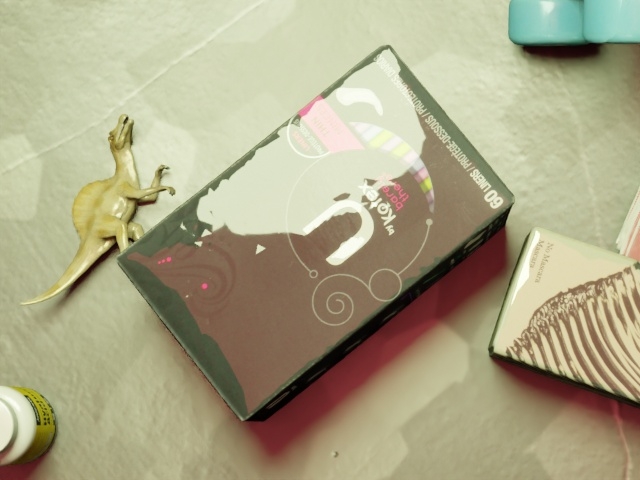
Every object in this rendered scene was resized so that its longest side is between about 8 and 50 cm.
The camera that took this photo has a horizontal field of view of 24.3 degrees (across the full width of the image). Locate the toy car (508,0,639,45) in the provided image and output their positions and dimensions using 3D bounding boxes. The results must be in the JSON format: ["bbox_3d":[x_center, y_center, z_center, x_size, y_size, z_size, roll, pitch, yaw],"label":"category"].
[{"bbox_3d":[0.290,-0.266,1.206,0.238,0.210,0.219,-2,97,-25],"label":"toy car"}]

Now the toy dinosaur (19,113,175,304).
[{"bbox_3d":[-0.174,-0.011,1.253,0.092,0.053,0.183,18,77,21],"label":"toy dinosaur"}]

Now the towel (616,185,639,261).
[{"bbox_3d":[0.349,-0.017,1.183,0.197,0.029,0.144,17,128,4],"label":"towel"}]

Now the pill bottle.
[{"bbox_3d":[-0.255,0.149,1.197,0.065,0.116,0.065,0,84,3],"label":"pill bottle"}]

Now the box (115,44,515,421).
[{"bbox_3d":[0.000,0.000,1.185,0.270,0.143,0.165,-40,82,-1],"label":"box"}]

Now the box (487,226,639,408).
[{"bbox_3d":[0.279,0.085,1.183,0.275,0.094,0.113,18,85,6],"label":"box"}]
